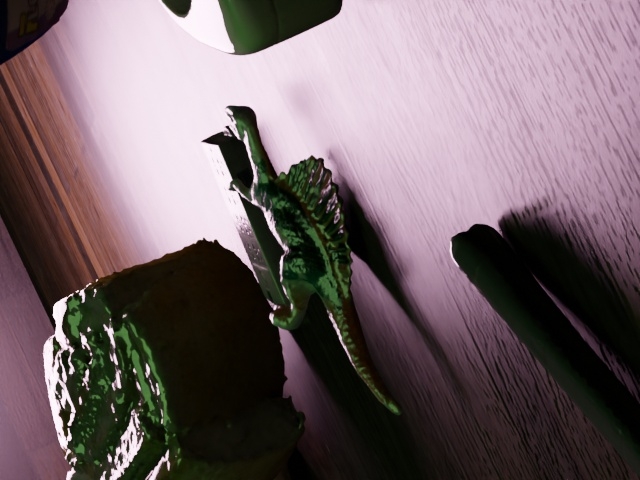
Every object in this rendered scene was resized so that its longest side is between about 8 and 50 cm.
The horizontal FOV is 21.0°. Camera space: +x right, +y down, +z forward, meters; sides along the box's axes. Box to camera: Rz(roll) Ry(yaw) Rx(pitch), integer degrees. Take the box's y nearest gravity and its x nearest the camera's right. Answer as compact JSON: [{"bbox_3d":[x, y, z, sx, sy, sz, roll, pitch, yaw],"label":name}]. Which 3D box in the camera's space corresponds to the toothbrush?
[{"bbox_3d":[0.126,0.081,0.635,0.297,0.030,0.030,53,170,45],"label":"toothbrush"}]

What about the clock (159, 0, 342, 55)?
[{"bbox_3d":[-0.062,-0.173,0.814,0.191,0.062,0.151,34,147,65],"label":"clock"}]

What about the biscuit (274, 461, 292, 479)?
[{"bbox_3d":[-0.097,0.179,1.477,0.281,0.084,0.179,41,147,47],"label":"biscuit"}]

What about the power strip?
[{"bbox_3d":[-0.040,-0.008,1.104,0.136,0.019,0.051,69,164,-14],"label":"power strip"}]

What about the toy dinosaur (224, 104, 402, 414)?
[{"bbox_3d":[-0.003,0.001,0.953,0.187,0.044,0.106,52,146,45],"label":"toy dinosaur"}]

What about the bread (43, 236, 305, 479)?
[{"bbox_3d":[-0.118,0.128,1.263,0.186,0.124,0.257,57,144,27],"label":"bread"}]

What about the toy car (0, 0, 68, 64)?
[{"bbox_3d":[-0.268,-0.211,1.283,0.235,0.158,0.172,-56,-33,-59],"label":"toy car"}]
